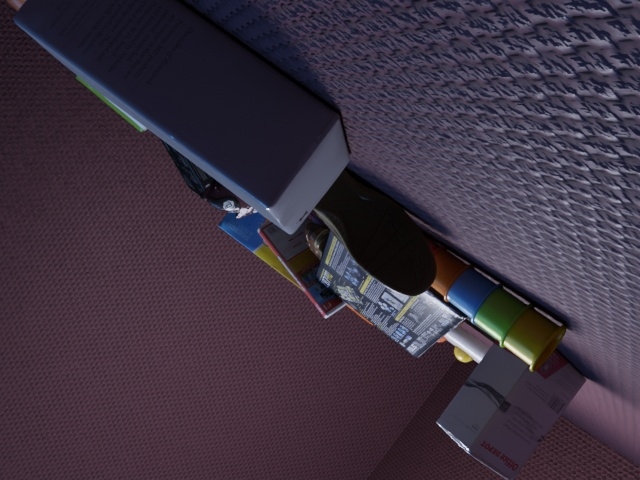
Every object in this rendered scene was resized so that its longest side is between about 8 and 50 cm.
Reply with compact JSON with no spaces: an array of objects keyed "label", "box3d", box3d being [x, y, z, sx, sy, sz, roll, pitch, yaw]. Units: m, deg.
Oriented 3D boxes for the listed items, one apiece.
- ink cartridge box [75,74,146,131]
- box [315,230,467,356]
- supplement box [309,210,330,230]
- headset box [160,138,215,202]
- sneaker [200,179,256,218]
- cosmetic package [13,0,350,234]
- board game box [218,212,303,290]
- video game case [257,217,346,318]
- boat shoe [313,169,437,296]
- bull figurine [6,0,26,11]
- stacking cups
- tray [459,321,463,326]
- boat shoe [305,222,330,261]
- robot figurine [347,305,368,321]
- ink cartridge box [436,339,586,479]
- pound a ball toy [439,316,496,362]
[{"label":"ink cartridge box","box3d":[-0.368,-0.367,1.496,0.255,0.097,0.189,-22,128,41]},{"label":"box","box3d":[0.151,0.093,1.531,0.318,0.097,0.395,35,160,8]},{"label":"supplement box","box3d":[-0.001,-0.087,1.690,0.188,0.081,0.104,37,177,-1]},{"label":"headset box","box3d":[-0.352,-0.258,2.011,0.283,0.131,0.246,31,152,60]},{"label":"sneaker","box3d":[-0.222,-0.165,1.599,0.281,0.162,0.106,61,-171,-20]},{"label":"cosmetic package","box3d":[-0.186,-0.215,1.030,0.453,0.161,0.230,37,177,9]},{"label":"board game box","box3d":[-0.089,-0.038,1.967,0.316,0.242,0.064,37,176,-4]},{"label":"video game case","box3d":[0.005,0.030,1.770,0.285,0.204,0.025,51,155,15]},{"label":"boat shoe","box3d":[0.080,-0.035,1.257,0.341,0.121,0.110,47,-175,18]},{"label":"bull figurine","box3d":[-0.838,-0.696,2.056,0.310,0.101,0.188,40,-179,-10]},{"label":"stacking cups","box3d":[0.263,0.093,1.218,0.316,0.096,0.096,37,178,26]},{"label":"tray","box3d":[0.278,0.140,2.037,0.203,0.076,0.411,35,178,32]},{"label":"boat shoe","box3d":[0.000,0.000,1.671,0.060,0.064,0.178,41,171,16]},{"label":"robot figurine","box3d":[0.142,0.150,1.876,0.158,0.128,0.219,15,162,41]},{"label":"ink cartridge box","box3d":[0.416,0.350,1.534,0.207,0.283,0.117,40,177,-36]},{"label":"pound a ball toy","box3d":[0.350,0.215,1.695,0.319,0.136,0.208,36,177,22]}]
